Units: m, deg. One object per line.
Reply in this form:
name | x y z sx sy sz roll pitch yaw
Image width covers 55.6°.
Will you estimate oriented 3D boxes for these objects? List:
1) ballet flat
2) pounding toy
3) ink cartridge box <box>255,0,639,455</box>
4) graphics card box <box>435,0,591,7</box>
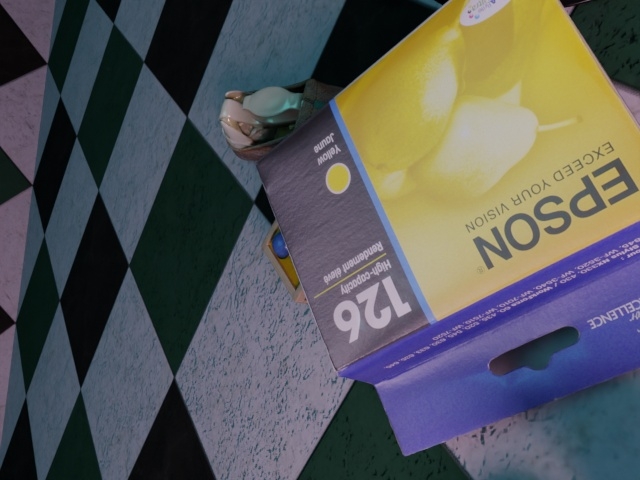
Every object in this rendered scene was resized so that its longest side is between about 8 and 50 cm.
ballet flat | -0.074 -0.174 0.840 0.316 0.106 0.107 1 82 53
pounding toy | 0.000 0.000 0.701 0.130 0.100 0.141 -60 41 23
ink cartridge box | 0.109 -0.013 0.492 0.304 0.072 0.307 -34 67 30
graphics card box | 0.259 -0.318 0.456 0.371 0.094 0.232 9 89 54
